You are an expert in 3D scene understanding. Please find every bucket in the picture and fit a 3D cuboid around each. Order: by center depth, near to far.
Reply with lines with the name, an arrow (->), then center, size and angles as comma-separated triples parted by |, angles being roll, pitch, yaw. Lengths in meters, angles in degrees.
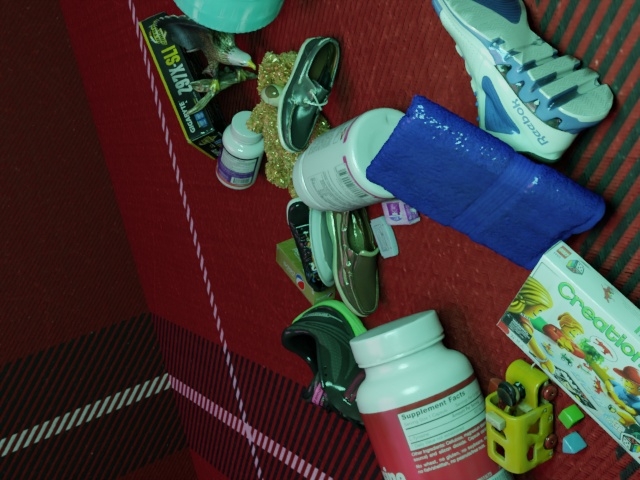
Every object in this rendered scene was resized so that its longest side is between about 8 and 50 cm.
bucket -> -0.164, -0.549, 1.722 | 0.281, 0.281, 0.183 | 61, 154, 18

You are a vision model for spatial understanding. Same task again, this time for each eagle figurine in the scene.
eagle figurine -> -0.221, -0.448, 1.973 | 0.298, 0.225, 0.226 | 81, -161, -53

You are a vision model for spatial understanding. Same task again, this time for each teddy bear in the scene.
teddy bear -> -0.074, -0.235, 1.938 | 0.245, 0.113, 0.338 | 53, 149, 28

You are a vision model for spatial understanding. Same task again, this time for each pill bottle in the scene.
pill bottle -> 0.204, 0.348, 1.667 | 0.229, 0.229, 0.408 | -24, 86, 64
pill bottle -> 0.063, -0.140, 1.679 | 0.283, 0.160, 0.160 | -13, 96, 64
pill bottle -> -0.189, -0.220, 2.171 | 0.108, 0.108, 0.193 | 58, 151, 23

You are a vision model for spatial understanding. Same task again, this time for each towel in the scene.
towel -> 0.233, -0.084, 1.303 | 0.308, 0.076, 0.228 | 29, 153, -4

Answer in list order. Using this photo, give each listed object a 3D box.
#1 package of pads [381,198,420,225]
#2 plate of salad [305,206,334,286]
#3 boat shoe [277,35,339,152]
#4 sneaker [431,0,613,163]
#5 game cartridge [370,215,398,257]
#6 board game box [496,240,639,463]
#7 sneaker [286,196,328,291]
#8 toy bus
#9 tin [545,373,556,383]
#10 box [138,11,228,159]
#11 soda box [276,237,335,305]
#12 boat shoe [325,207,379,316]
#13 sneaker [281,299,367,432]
package of pads -> 0.151, -0.056, 1.711 | 0.083, 0.032, 0.050 | -1, 108, 63
plate of salad -> 0.000, 0.000, 1.905 | 0.200, 0.048, 0.200 | -7, -90, -74
boat shoe -> -0.022, -0.283, 1.745 | 0.079, 0.084, 0.233 | 16, 89, 52
sneaker -> 0.256, -0.221, 1.285 | 0.315, 0.127, 0.182 | 54, 148, 26
game cartridge -> 0.129, -0.007, 1.808 | 0.056, 0.017, 0.083 | -17, 92, 68
board game box -> 0.407, 0.166, 1.280 | 0.305, 0.053, 0.193 | 45, 147, 20
sneaker -> -0.014, 0.018, 1.977 | 0.121, 0.079, 0.217 | -102, -6, -56
toy bus -> 0.331, 0.292, 1.522 | 0.202, 0.104, 0.191 | 61, 153, 17
tin -> 0.374, 0.141, 1.414 | 0.106, 0.040, 0.190 | 8, 115, 66
box -> -0.324, -0.377, 2.230 | 0.257, 0.079, 0.322 | 39, -152, -83
soda box -> -0.037, 0.071, 2.131 | 0.181, 0.061, 0.058 | 47, 147, 39
boat shoe -> 0.076, 0.034, 1.854 | 0.095, 0.095, 0.258 | -6, 102, 57
sneaker -> 0.073, 0.340, 1.944 | 0.483, 0.202, 0.185 | 49, 148, 37
